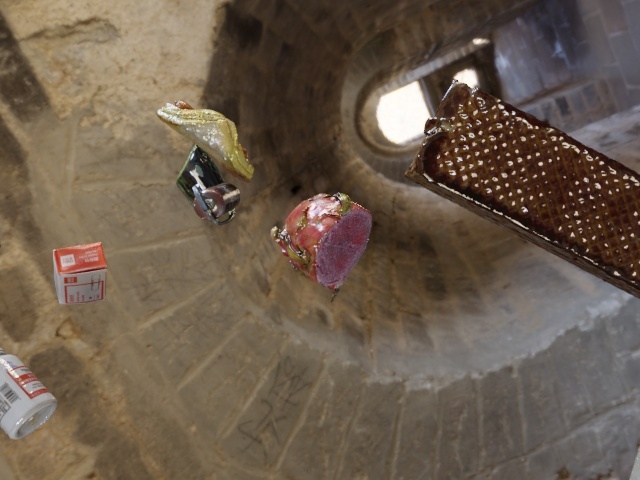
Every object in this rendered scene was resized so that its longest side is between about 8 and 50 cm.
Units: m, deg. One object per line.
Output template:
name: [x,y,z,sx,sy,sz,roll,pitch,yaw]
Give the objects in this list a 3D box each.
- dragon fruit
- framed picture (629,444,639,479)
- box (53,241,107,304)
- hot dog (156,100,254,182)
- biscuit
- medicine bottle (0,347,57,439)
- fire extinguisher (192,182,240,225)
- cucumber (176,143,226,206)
dragon fruit: [0.000,0.000,1.358,0.147,0.211,0.282,34,136,31]
framed picture: [0.435,0.273,0.627,0.022,0.335,0.247,26,171,-18]
box: [-0.675,0.098,1.681,0.099,0.133,0.182,67,149,26]
hot dog: [-0.156,-0.156,0.881,0.169,0.061,0.078,38,172,-18]
biscuit: [0.276,-0.032,0.629,0.388,0.107,0.073,27,180,-4]
medicine bottle: [-0.474,0.224,0.903,0.140,0.079,0.079,41,-175,13]
fire extinguisher: [-0.144,-0.053,0.826,0.158,0.043,0.064,-76,-39,-80]
cucumber: [-0.303,-0.149,1.550,0.193,0.115,0.086,56,162,-10]
